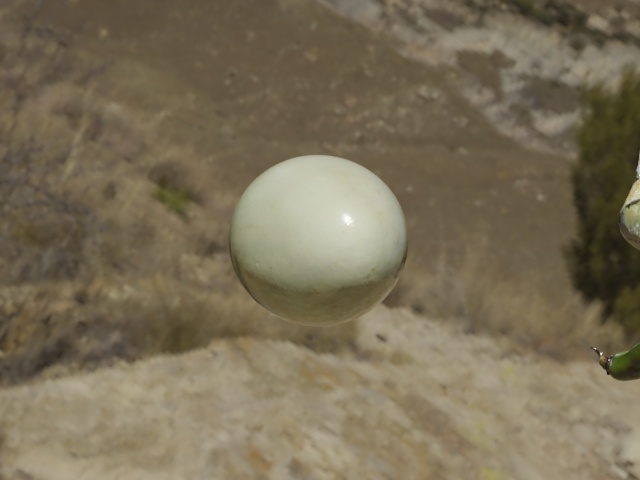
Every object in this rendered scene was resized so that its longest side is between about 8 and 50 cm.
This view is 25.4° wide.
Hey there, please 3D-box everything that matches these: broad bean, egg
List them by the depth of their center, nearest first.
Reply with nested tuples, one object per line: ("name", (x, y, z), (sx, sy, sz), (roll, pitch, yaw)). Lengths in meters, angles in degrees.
("broad bean", (0.341, 0.092, 1.423), (0.069, 0.227, 0.039), (38, 57, 4))
("egg", (0.000, 0.000, 1.548), (0.188, 0.189, 0.253), (29, -10, -17))

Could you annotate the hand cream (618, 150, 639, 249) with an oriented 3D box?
("hand cream", (0.268, -0.056, 1.058), (0.084, 0.084, 0.203), (34, 44, 5))
